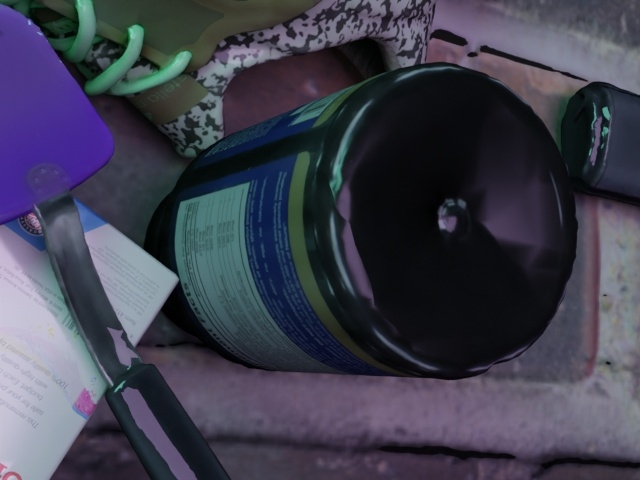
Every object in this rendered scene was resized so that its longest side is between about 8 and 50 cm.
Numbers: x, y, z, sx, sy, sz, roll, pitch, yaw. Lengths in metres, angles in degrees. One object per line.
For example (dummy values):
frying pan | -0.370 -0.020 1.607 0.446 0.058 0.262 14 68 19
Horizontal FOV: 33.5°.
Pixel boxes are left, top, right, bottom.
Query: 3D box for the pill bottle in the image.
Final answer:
pill bottle | 0.000 0.000 0.488 0.122 0.219 0.123 3 84 -29

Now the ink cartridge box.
ink cartridge box | -0.150 0.050 0.471 0.092 0.090 0.143 41 67 -20

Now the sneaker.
sneaker | -0.088 -0.122 0.507 0.410 0.158 0.182 -8 107 -26

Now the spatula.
spatula | -0.087 0.035 0.437 0.084 0.030 0.296 -35 102 -34

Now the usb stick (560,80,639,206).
usb stick | 0.283 -0.050 0.757 0.278 0.045 0.077 10 79 -29
